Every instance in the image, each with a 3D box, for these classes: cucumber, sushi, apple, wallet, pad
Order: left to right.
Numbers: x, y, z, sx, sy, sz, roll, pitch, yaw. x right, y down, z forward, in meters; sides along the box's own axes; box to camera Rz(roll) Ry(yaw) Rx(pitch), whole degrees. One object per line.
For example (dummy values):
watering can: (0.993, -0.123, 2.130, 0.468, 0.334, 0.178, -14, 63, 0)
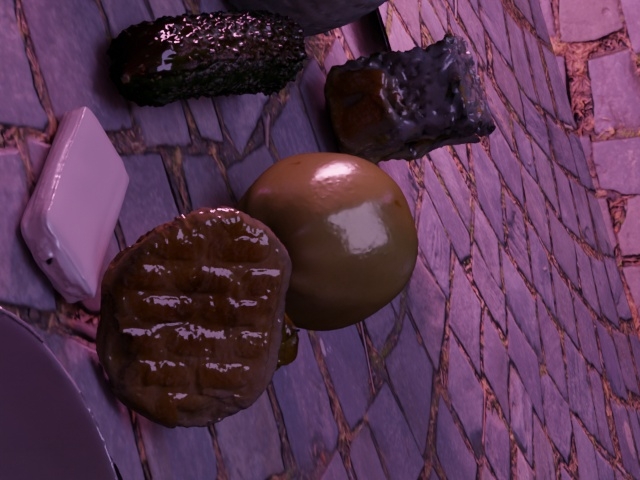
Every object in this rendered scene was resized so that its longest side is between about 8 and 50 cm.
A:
wallet: (-0.203, -0.031, 1.518, 0.095, 0.033, 0.190, 60, 23, -29)
cucumber: (-0.118, -0.183, 1.793, 0.359, 0.096, 0.096, -17, 90, -68)
apple: (0.000, 0.000, 1.826, 0.200, 0.200, 0.200, -17, 90, -70)
pad: (0.059, -0.374, 2.478, 0.170, 0.006, 0.245, -64, 136, -81)
sushi: (0.115, -0.173, 2.260, 0.274, 0.184, 0.139, -15, 90, -72)

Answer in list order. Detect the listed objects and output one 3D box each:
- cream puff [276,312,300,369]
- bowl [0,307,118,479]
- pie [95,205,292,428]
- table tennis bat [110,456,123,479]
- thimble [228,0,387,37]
cream puff: (-0.074, 0.078, 1.660, 0.146, 0.116, 0.146, 49, 30, -42)
bowl: (-0.239, 0.188, 1.081, 0.287, 0.144, 0.287, -16, 90, -70)
pie: (-0.107, 0.064, 1.529, 0.046, 0.195, 0.195, 25, -31, 54)
table tennis bat: (-0.173, 0.205, 1.357, 0.220, 0.019, 0.130, 49, 30, -19)
thimble: (-0.026, -0.335, 2.045, 0.250, 0.172, 0.204, 44, 39, -49)
